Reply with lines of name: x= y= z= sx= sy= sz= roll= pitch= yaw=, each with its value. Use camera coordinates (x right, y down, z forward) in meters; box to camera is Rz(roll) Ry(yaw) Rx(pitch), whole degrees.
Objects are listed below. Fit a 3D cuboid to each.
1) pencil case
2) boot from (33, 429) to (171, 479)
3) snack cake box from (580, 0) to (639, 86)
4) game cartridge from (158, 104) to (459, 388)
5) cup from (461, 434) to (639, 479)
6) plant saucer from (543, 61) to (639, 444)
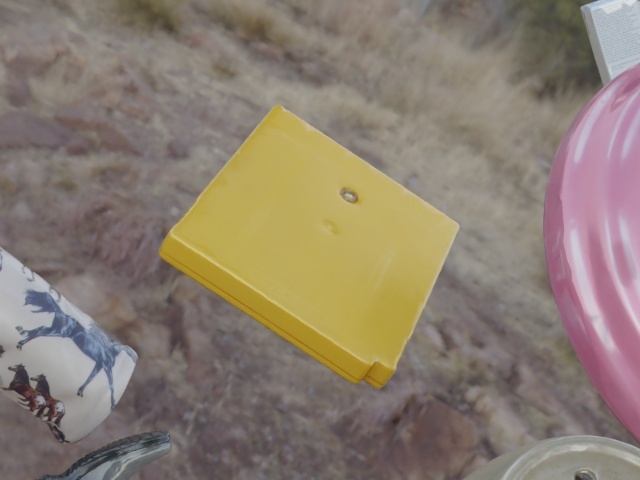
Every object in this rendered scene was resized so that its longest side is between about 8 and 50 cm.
pencil case: x=-0.434 y=0.117 z=1.547 sx=0.410 sy=0.183 sz=0.160 roll=43 pitch=31 yaw=-29
boot: x=-0.288 y=0.364 z=1.532 sx=0.161 sy=0.246 sz=0.083 roll=66 pitch=-12 yaw=-1
snack cake box: x=0.458 y=-0.248 z=1.363 sx=0.089 sy=0.264 sz=0.152 roll=-63 pitch=134 yaw=-77
game cartridge: x=0.000 y=0.000 z=1.343 sx=0.285 sy=0.053 sz=0.324 roll=34 pitch=39 yaw=-1
cup: x=0.220 y=0.301 z=0.993 sx=0.331 sy=0.237 sz=0.331 roll=1 pitch=47 yaw=-1
plant saucer: x=0.306 y=0.013 z=0.741 sx=0.332 sy=0.084 sz=0.332 roll=8 pitch=66 yaw=-19
